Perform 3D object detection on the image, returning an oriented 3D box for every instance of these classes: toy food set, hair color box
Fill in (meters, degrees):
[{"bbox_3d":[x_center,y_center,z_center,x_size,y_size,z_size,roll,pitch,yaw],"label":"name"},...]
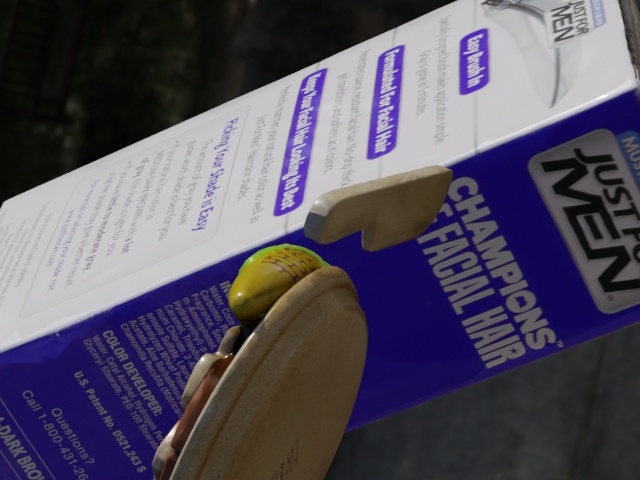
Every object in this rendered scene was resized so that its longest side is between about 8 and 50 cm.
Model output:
[{"bbox_3d":[-0.026,0.061,0.538,0.192,0.038,0.132,-69,-17,12],"label":"toy food set"},{"bbox_3d":[0.000,0.000,0.797,0.339,0.110,0.185,-24,23,17],"label":"hair color box"}]
